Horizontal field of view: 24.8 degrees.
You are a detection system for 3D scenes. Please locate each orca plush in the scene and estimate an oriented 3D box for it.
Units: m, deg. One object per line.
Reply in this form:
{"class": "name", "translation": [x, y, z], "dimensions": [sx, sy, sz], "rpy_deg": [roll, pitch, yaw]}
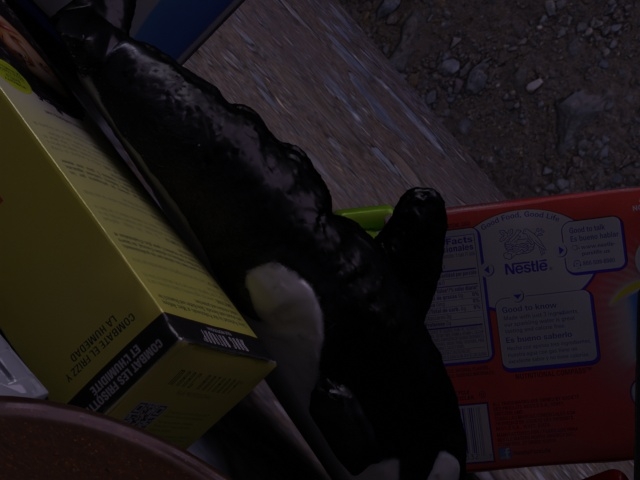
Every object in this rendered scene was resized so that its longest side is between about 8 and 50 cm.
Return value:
{"class": "orca plush", "translation": [0.000, 0.000, 0.633], "dimensions": [0.287, 0.102, 0.151], "rpy_deg": [56, -10, -5]}

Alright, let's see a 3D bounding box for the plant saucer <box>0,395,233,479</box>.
{"class": "plant saucer", "translation": [-0.052, 0.088, 0.341], "dimensions": [0.168, 0.029, 0.168], "rpy_deg": [27, 20, -11]}

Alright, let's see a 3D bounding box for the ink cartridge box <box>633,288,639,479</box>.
{"class": "ink cartridge box", "translation": [0.224, 0.210, 0.626], "dimensions": [0.307, 0.072, 0.303], "rpy_deg": [41, 45, -43]}

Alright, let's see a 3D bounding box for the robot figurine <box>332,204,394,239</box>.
{"class": "robot figurine", "translation": [0.032, 0.029, 0.926], "dimensions": [0.115, 0.067, 0.101], "rpy_deg": [20, 58, -69]}

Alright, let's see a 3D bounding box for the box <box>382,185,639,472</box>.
{"class": "box", "translation": [0.201, 0.040, 0.840], "dimensions": [0.142, 0.300, 0.154], "rpy_deg": [-7, 89, -73]}

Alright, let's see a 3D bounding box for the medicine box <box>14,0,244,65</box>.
{"class": "medicine box", "translation": [-0.064, -0.215, 0.775], "dimensions": [0.149, 0.263, 0.289], "rpy_deg": [44, -2, -11]}

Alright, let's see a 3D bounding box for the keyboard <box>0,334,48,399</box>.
{"class": "keyboard", "translation": [-0.182, -0.033, 0.468], "dimensions": [0.256, 0.014, 0.072], "rpy_deg": [48, 16, 8]}

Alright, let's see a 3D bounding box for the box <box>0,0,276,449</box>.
{"class": "box", "translation": [-0.116, -0.025, 0.565], "dimensions": [0.232, 0.058, 0.087], "rpy_deg": [52, 11, 21]}

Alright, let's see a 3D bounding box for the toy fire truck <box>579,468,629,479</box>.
{"class": "toy fire truck", "translation": [0.275, 0.251, 0.882], "dimensions": [0.253, 0.169, 0.302], "rpy_deg": [67, 12, 2]}
